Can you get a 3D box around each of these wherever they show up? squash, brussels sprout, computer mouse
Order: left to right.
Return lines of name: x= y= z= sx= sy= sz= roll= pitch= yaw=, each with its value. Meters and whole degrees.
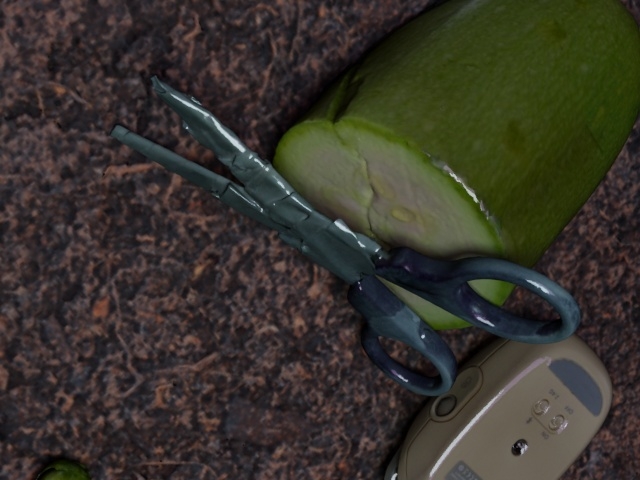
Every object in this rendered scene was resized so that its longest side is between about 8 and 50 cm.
brussels sprout: x=-0.229 y=0.228 z=0.852 sx=0.046 sy=0.051 sz=0.083 roll=28 pitch=93 yaw=18
squash: x=0.152 y=-0.108 z=0.895 sx=0.234 sy=0.210 sz=0.309 roll=53 pitch=55 yaw=-18
computer mouse: x=0.170 y=0.183 z=0.949 sx=0.145 sy=0.082 sz=0.236 roll=43 pitch=89 yaw=-21

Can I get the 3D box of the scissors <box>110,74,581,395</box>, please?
scissors: x=0.000 y=0.000 z=0.820 sx=0.383 sy=0.256 sz=0.029 roll=33 pitch=59 yaw=-8
